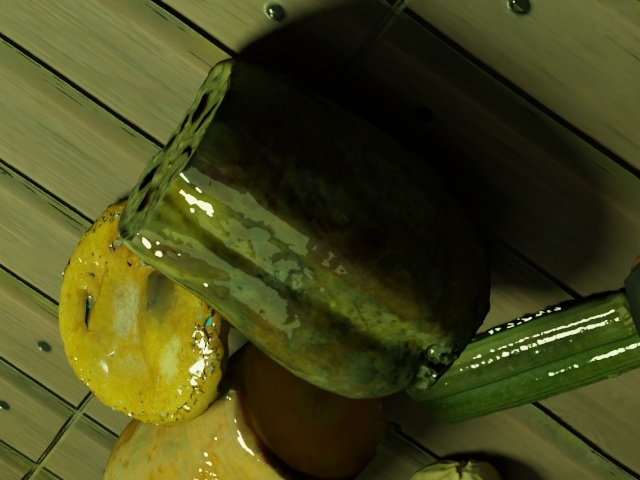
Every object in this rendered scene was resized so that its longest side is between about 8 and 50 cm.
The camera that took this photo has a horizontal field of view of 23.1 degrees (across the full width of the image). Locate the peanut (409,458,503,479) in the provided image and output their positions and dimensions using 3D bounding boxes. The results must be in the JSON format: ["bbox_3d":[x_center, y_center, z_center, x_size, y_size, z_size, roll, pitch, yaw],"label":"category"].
[{"bbox_3d":[0.132,0.314,1.791,0.099,0.090,0.214,23,138,-12],"label":"peanut"}]

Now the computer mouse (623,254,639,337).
[{"bbox_3d":[0.399,0.026,1.352,0.183,0.116,0.323,36,144,-9],"label":"computer mouse"}]

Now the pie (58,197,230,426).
[{"bbox_3d":[-0.178,0.071,1.639,0.273,0.069,0.273,2,93,44],"label":"pie"}]

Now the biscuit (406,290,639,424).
[{"bbox_3d":[0.212,0.127,1.608,0.322,0.038,0.099,-24,119,41],"label":"biscuit"}]

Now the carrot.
[{"bbox_3d":[-0.097,0.247,1.748,0.224,0.224,0.341,40,137,-12],"label":"carrot"}]

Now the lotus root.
[{"bbox_3d":[0.000,0.000,1.454,0.346,0.250,0.250,36,137,-9],"label":"lotus root"}]
